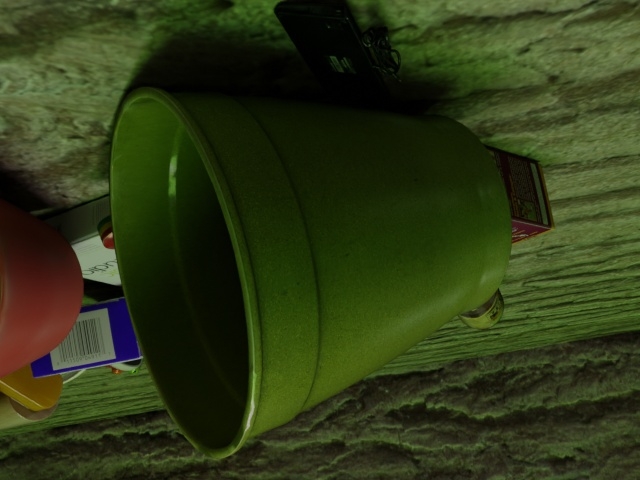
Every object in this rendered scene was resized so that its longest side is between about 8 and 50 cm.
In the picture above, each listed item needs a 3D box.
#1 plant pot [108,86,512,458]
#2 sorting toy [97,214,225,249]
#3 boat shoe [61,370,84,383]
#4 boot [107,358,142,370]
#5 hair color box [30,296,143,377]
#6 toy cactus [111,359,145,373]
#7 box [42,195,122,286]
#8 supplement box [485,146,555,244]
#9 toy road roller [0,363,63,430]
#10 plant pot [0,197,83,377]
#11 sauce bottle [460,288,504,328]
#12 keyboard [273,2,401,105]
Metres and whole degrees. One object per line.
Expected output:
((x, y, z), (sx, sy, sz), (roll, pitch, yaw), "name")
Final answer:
((0.000, 0.000, 0.881), (0.353, 0.366, 0.366), (-13, 167, -29), "plant pot")
((-0.141, -0.016, 1.049), (0.275, 0.046, 0.132), (-19, 154, -17), "sorting toy")
((-0.645, 0.252, 1.685), (0.325, 0.116, 0.096), (-5, 166, 7), "boat shoe")
((-0.491, 0.215, 1.623), (0.176, 0.088, 0.244), (-22, 145, 26), "boot")
((-0.345, 0.157, 1.420), (0.185, 0.110, 0.339), (-11, 174, 7), "hair color box")
((-0.398, 0.239, 1.822), (0.219, 0.112, 0.180), (-6, -179, -15), "toy cactus")
((-0.238, 0.010, 1.199), (0.232, 0.058, 0.322), (-17, 161, 25), "box")
((0.230, -0.061, 1.115), (0.188, 0.104, 0.081), (9, 156, -42), "supplement box")
((-0.663, 0.291, 1.467), (0.203, 0.240, 0.329), (-20, 133, 34), "toy road roller")
((-0.424, 0.054, 0.957), (0.275, 0.274, 0.243), (-12, 174, 11), "plant pot")
((0.319, 0.114, 1.700), (0.111, 0.111, 0.344), (-13, 164, 14), "sauce bottle")
((0.032, -0.183, 0.781), (0.100, 0.038, 0.192), (11, 170, 19), "keyboard")
